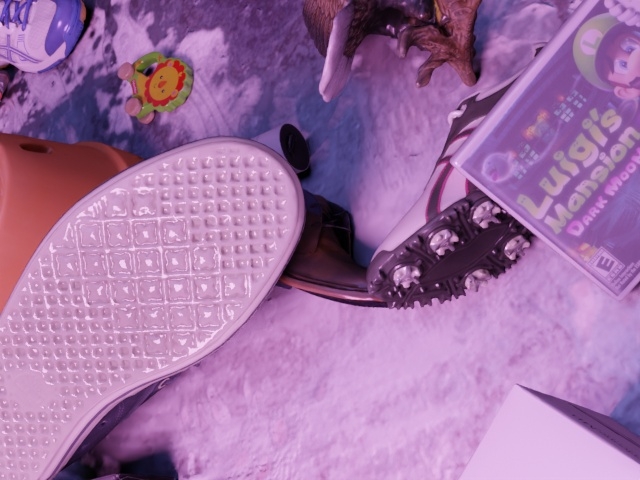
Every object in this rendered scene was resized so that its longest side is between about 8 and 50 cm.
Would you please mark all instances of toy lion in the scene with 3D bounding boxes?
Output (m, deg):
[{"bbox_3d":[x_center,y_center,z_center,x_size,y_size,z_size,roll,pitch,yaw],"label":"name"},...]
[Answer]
[{"bbox_3d":[-0.205,-0.200,1.087,0.096,0.034,0.100,-29,58,18],"label":"toy lion"}]

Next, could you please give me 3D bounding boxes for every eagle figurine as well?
[{"bbox_3d":[0.050,-0.276,0.824,0.226,0.225,0.298,-51,61,24],"label":"eagle figurine"}]

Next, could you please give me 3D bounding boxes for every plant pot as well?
[{"bbox_3d":[-0.342,0.000,1.006,0.291,0.203,0.291,-13,67,33],"label":"plant pot"}]

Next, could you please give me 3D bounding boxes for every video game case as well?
[{"bbox_3d":[0.222,-0.078,0.640,0.190,0.173,0.022,-51,8,9],"label":"video game case"}]

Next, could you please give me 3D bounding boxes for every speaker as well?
[{"bbox_3d":[-0.080,-0.079,0.929,0.136,0.055,0.055,-20,63,30],"label":"speaker"}]

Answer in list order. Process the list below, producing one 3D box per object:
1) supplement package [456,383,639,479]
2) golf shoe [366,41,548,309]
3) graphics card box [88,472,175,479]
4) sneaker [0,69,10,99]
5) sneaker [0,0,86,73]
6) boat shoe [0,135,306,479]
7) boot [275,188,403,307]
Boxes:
[{"bbox_3d":[0.177,0.175,0.562,0.105,0.179,0.105,33,95,39],"label":"supplement package"},{"bbox_3d":[0.140,-0.052,0.730,0.273,0.105,0.120,-41,47,5],"label":"golf shoe"},{"bbox_3d":[-0.308,0.394,0.911,0.371,0.094,0.233,-23,61,31],"label":"graphics card box"},{"bbox_3d":[-0.535,-0.234,1.343,0.158,0.061,0.065,1,48,37],"label":"sneaker"},{"bbox_3d":[-0.477,-0.318,1.269,0.296,0.131,0.112,-1,72,35],"label":"sneaker"},{"bbox_3d":[-0.206,0.080,0.847,0.187,0.156,0.500,45,110,-2],"label":"boat shoe"},{"bbox_3d":[0.000,0.000,0.824,0.219,0.082,0.106,12,84,41],"label":"boot"}]
